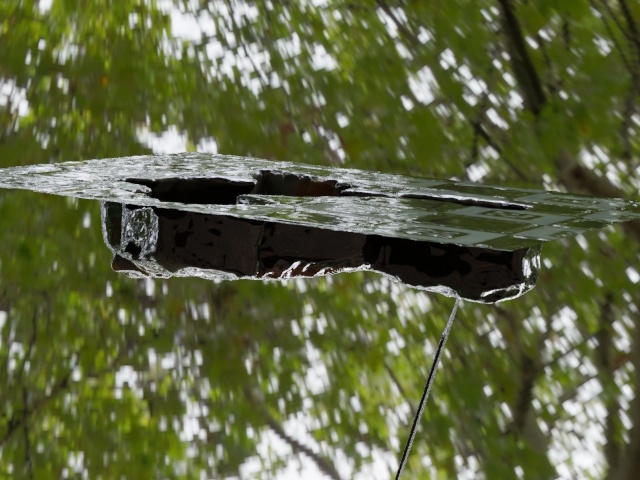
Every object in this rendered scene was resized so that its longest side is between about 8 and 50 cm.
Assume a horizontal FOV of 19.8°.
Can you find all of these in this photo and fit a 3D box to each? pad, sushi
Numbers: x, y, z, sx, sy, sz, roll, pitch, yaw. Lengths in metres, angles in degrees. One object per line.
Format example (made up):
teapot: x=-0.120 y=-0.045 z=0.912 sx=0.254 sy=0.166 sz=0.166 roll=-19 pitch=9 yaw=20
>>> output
pad: x=0.059 y=0.182 z=1.416 sx=0.005 sy=0.202 sz=0.299 roll=18 pitch=-75 yaw=5
sushi: x=0.000 y=0.000 z=1.102 sx=0.359 sy=0.343 sz=0.064 roll=7 pitch=-83 yaw=23
